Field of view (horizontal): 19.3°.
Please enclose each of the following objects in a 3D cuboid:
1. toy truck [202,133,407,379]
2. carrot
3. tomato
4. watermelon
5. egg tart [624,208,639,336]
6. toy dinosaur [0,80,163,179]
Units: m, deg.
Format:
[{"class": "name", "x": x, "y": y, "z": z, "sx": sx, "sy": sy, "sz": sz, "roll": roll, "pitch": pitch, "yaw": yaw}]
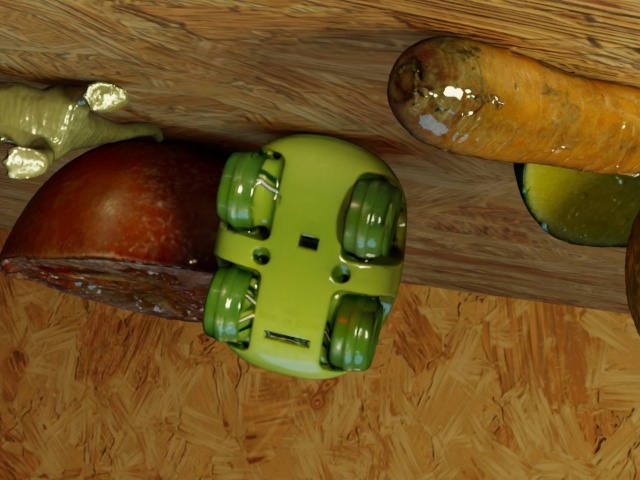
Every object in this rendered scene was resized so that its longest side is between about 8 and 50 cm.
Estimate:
[{"class": "toy truck", "x": -0.005, "y": 0.016, "z": 1.496, "sx": 0.148, "sy": 0.187, "sz": 0.210, "roll": 12, "pitch": 176, "yaw": 7}, {"class": "carrot", "x": 0.115, "y": -0.066, "z": 0.995, "sx": 0.186, "sy": 0.060, "sz": 0.060, "roll": 11, "pitch": 176, "yaw": -34}, {"class": "tomato", "x": -0.110, "y": -0.011, "z": 1.702, "sx": 0.338, "sy": 0.144, "sz": 0.338, "roll": 8, "pitch": 171, "yaw": 1}, {"class": "watermelon", "x": 0.179, "y": -0.033, "z": 1.170, "sx": 0.181, "sy": 0.075, "sz": 0.092, "roll": 14, "pitch": 170, "yaw": -34}, {"class": "egg tart", "x": 0.268, "y": 0.024, "z": 1.078, "sx": 0.202, "sy": 0.203, "sz": 0.147, "roll": 10, "pitch": -172, "yaw": -6}, {"class": "toy dinosaur", "x": -0.201, "y": -0.096, "z": 1.429, "sx": 0.251, "sy": 0.072, "sz": 0.200, "roll": -1, "pitch": -169, "yaw": -26}]
